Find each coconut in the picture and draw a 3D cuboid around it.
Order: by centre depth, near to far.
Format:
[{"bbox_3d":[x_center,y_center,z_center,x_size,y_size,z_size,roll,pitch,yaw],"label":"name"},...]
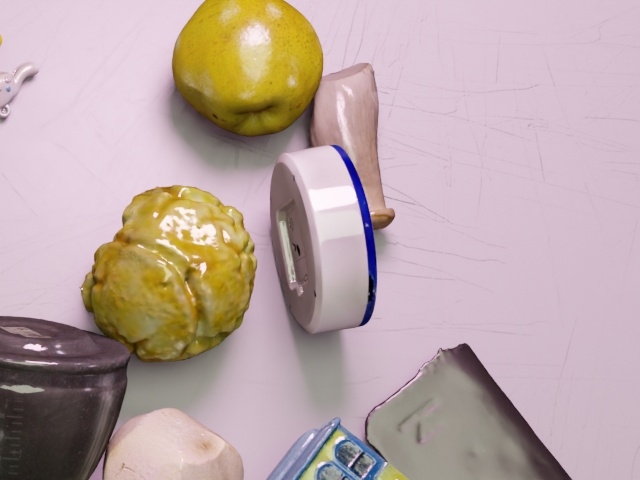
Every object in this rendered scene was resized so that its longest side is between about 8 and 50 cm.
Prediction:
[{"bbox_3d":[-0.170,0.287,1.782,0.161,0.161,0.162,-37,47,-22],"label":"coconut"}]

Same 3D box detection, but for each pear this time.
[{"bbox_3d":[-0.093,-0.229,1.970,0.198,0.198,0.198,4,72,-13],"label":"pear"}]

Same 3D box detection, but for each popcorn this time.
[{"bbox_3d":[-0.180,0.043,1.860,0.204,0.183,0.221,45,67,-4],"label":"popcorn"}]

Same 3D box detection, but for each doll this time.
[{"bbox_3d":[-0.437,-0.203,1.941,0.113,0.071,0.135,38,73,-20],"label":"doll"}]

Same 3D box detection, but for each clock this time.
[{"bbox_3d":[0.000,0.000,1.890,0.083,0.230,0.230,-11,76,-13],"label":"clock"}]

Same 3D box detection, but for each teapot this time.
[{"bbox_3d":[-0.388,0.210,1.725,0.321,0.239,0.239,7,95,-21],"label":"teapot"}]

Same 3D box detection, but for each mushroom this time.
[{"bbox_3d":[0.036,-0.129,2.015,0.096,0.108,0.247,-13,71,18],"label":"mushroom"}]

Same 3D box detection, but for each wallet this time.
[{"bbox_3d":[0.222,0.322,1.940,0.197,0.051,0.377,-35,82,-19],"label":"wallet"}]

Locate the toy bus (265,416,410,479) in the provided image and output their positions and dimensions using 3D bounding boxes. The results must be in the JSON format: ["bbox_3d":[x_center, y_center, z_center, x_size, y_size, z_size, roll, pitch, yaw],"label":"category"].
[{"bbox_3d":[-0.022,0.386,1.803,0.190,0.152,0.312,39,67,-1],"label":"toy bus"}]
